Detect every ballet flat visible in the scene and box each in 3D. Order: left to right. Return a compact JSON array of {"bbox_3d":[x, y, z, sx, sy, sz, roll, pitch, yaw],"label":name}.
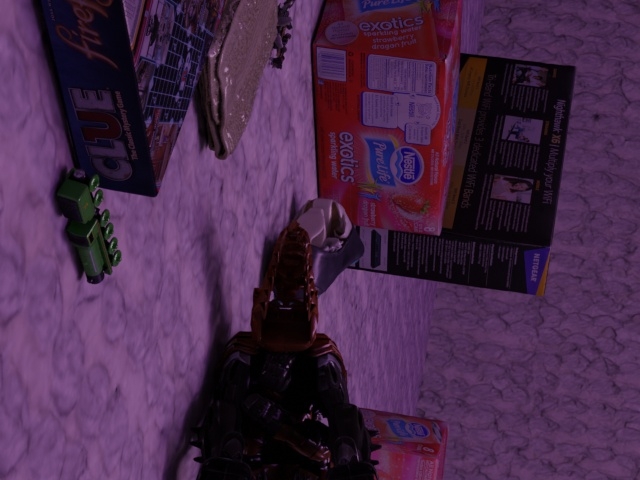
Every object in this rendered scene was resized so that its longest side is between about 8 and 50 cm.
[{"bbox_3d":[0.000,0.000,1.321,0.203,0.074,0.074,-48,145,-71],"label":"ballet flat"}]

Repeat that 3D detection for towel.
[{"bbox_3d":[-0.053,-0.138,0.981,0.110,0.027,0.148,88,13,-51],"label":"towel"}]

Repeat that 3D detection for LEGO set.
[{"bbox_3d":[-0.035,-0.158,1.117,0.083,0.023,0.054,109,-3,-61],"label":"LEGO set"}]

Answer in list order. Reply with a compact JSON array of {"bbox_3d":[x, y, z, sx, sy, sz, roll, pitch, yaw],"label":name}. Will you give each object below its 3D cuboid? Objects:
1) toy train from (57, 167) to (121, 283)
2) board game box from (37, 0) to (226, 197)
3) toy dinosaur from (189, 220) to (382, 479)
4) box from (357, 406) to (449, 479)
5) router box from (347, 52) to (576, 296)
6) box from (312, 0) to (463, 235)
[{"bbox_3d":[-0.116,-0.005,0.732,0.083,0.017,0.023,85,25,-55],"label":"toy train"},{"bbox_3d":[-0.079,-0.167,0.737,0.165,0.042,0.243,87,14,-51],"label":"board game box"},{"bbox_3d":[-0.038,0.132,1.095,0.218,0.164,0.322,-94,166,-53],"label":"toy dinosaur"},{"bbox_3d":[0.077,0.389,1.921,0.154,0.142,0.299,-44,142,-74],"label":"box"},{"bbox_3d":[0.150,-0.088,1.631,0.081,0.243,0.308,89,13,-45],"label":"router box"},{"bbox_3d":[0.069,-0.134,1.439,0.256,0.128,0.122,86,15,-50],"label":"box"}]
